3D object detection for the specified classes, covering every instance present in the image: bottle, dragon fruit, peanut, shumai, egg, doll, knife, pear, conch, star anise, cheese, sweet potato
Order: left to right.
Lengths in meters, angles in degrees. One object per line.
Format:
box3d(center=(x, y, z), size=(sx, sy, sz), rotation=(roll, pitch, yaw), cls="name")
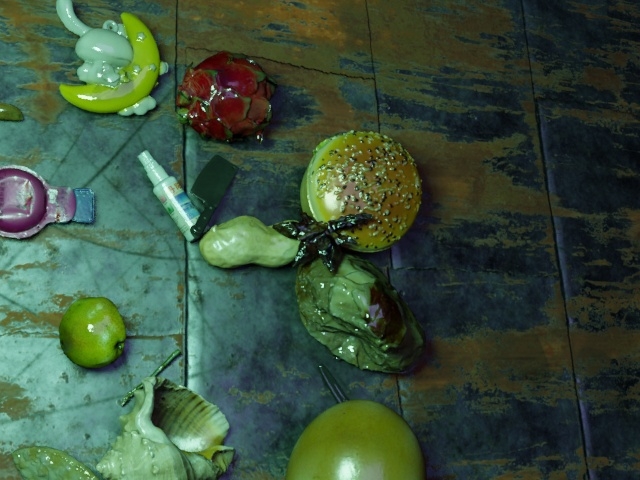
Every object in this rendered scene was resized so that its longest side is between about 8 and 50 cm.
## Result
box3d(center=(-0.694, -0.279, 1.721), size=(0.182, 0.054, 0.053), rotation=(24, 75, -18), cls="sweet potato")
box3d(center=(-0.579, -0.077, 1.704), size=(0.244, 0.062, 0.155), rotation=(2, 74, -24), cls="cheese")
box3d(center=(-0.448, 0.181, 1.637), size=(0.104, 0.141, 0.141), rotation=(-27, 86, -45), cls="pear")
box3d(center=(-0.454, -0.388, 1.831), size=(0.252, 0.111, 0.238), rotation=(9, 86, -22), cls="doll")
box3d(center=(-0.305, 0.394, 1.617), size=(0.186, 0.324, 0.263), rotation=(-7, 78, 21), cls="conch")
box3d(center=(-0.322, -0.097, 1.825), size=(0.060, 0.060, 0.217), rotation=(-36, 90, -28), cls="bottle")
box3d(center=(-0.246, -0.102, 1.845), size=(0.072, 0.019, 0.245), rotation=(31, 44, -11), cls="knife")
box3d(center=(-0.197, -0.320, 1.887), size=(0.274, 0.193, 0.192), rotation=(-23, 58, -28), cls="dragon fruit")
box3d(center=(-0.134, 0.007, 1.847), size=(0.263, 0.117, 0.101), rotation=(3, 41, -25), cls="peanut")
box3d(center=(0.000, 0.002, 1.803), size=(0.212, 0.053, 0.157), rotation=(6, 63, 3), cls="star anise")
box3d(center=(0.068, 0.493, 1.687), size=(0.282, 0.282, 0.351), rotation=(22, 68, -16), cls="egg")
box3d(center=(0.113, 0.134, 1.818), size=(0.346, 0.283, 0.217), rotation=(43, 66, -2), cls="shumai")

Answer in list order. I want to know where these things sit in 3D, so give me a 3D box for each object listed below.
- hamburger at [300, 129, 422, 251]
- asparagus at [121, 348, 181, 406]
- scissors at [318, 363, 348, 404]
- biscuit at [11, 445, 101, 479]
box3d(center=(0.093, -0.115, 1.948), size=(0.300, 0.176, 0.300), rotation=(7, 73, -23), cls="hamburger")
box3d(center=(-0.346, 0.278, 1.723), size=(0.016, 0.016, 0.163), rotation=(45, 64, 6), cls="asparagus")
box3d(center=(0.057, 0.367, 1.873), size=(0.088, 0.017, 0.220), rotation=(-30, 87, -28), cls="scissors")
box3d(center=(-0.445, 0.483, 1.559), size=(0.290, 0.141, 0.038), rotation=(57, 21, 3), cls="biscuit")
